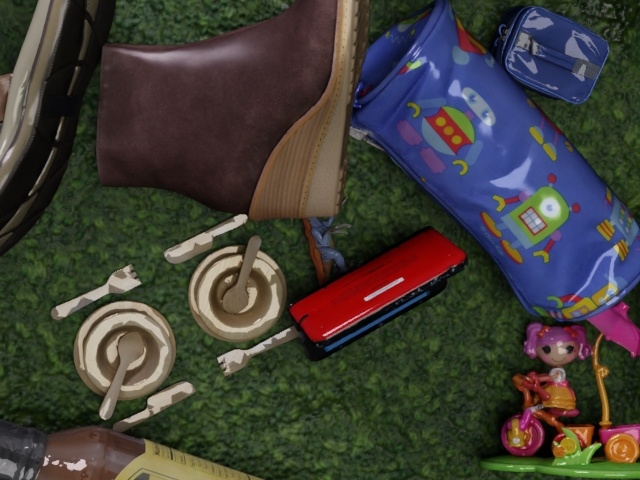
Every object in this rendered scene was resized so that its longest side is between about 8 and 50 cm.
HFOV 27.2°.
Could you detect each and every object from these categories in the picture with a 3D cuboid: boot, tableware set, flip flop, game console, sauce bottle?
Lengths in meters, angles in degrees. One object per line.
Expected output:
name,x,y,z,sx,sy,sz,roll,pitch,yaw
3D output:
boot,-0.073,-0.136,1.030,0.207,0.090,0.248,11,112,6
tableware set,-0.117,0.072,1.121,0.194,0.039,0.128,-28,105,-7
flip flop,-0.243,-0.101,1.035,0.080,0.112,0.277,22,97,10
game console,0.055,0.060,1.110,0.144,0.124,0.085,-29,114,-7
sauce bottle,-0.155,0.222,1.103,0.344,0.111,0.111,20,95,-15

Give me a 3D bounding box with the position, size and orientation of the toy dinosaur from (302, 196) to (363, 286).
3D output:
toy dinosaur,0.000,0.000,1.132,0.082,0.047,0.090,40,90,-15

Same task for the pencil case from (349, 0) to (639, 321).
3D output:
pencil case,0.146,-0.060,1.118,0.133,0.119,0.306,-45,107,3

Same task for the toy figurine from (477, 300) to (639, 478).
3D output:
toy figurine,0.229,0.128,1.194,0.173,0.130,0.159,0,86,11

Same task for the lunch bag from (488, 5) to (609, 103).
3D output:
lunch bag,0.194,-0.163,1.140,0.098,0.065,0.067,20,94,-16
